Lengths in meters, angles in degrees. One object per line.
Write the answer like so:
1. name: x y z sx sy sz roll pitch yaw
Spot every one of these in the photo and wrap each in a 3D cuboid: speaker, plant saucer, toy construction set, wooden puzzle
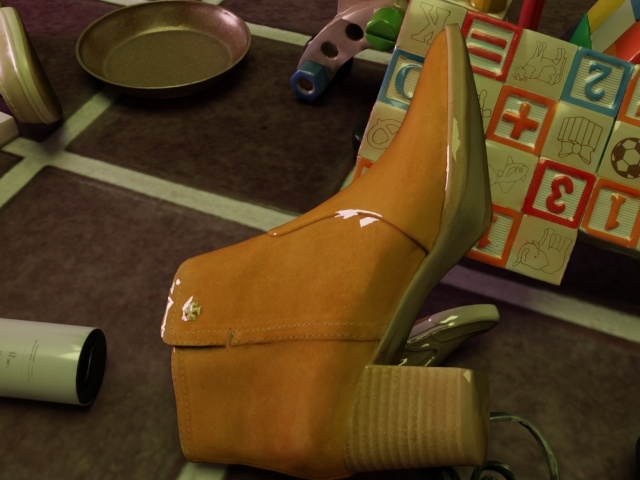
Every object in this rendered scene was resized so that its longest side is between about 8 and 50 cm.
1. speaker: -0.224 0.082 0.461 0.136 0.055 0.055 4 46 3
2. plant saucer: -0.179 -0.219 0.762 0.198 0.036 0.199 1 47 -1
3. toy construction set: 0.126 -0.249 0.658 0.308 0.237 0.257 -31 54 -27
4. wooden puzzle: 0.298 -0.202 0.641 0.044 0.238 0.221 33 45 -16

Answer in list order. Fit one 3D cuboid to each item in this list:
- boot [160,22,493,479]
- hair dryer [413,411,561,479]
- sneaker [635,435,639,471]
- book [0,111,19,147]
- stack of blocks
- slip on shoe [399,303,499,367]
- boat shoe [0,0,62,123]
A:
1. boot: 0.000 0.001 0.432 0.211 0.104 0.295 -3 70 24
2. hair dryer: 0.062 0.222 0.306 0.293 0.080 0.223 -21 35 -27
3. sneaker: 0.305 0.134 0.427 0.234 0.084 0.097 -21 74 -19
4. book: -0.388 -0.093 0.640 0.096 0.035 0.144 24 49 21
5. stack of blocks: 0.181 -0.054 0.513 0.297 0.087 0.171 18 92 2
6. slip on shoe: 0.070 0.081 0.476 0.135 0.051 0.041 -13 71 -15
7. boat shoe: -0.357 -0.193 0.689 0.098 0.109 0.302 -28 47 -20
